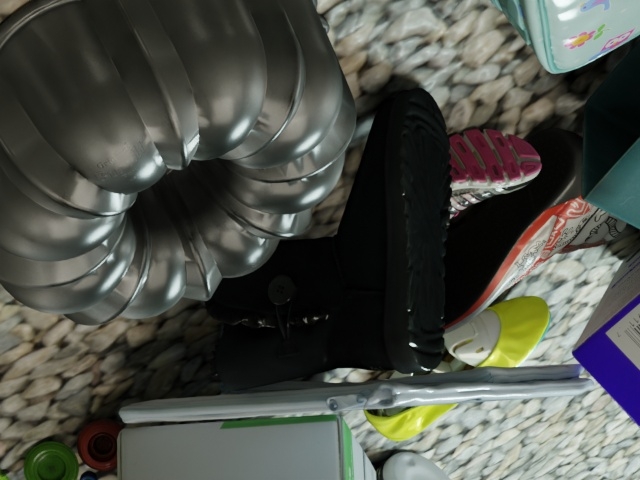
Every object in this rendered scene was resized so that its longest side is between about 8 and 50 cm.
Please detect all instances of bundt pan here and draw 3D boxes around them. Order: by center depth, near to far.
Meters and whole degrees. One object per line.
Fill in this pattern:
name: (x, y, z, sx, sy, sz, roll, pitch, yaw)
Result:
bundt pan: (-0.115, -0.055, 1.379, 0.330, 0.124, 0.331, -24, 152, -14)

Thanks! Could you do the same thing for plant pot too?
plant pot: (0.371, -0.073, 1.651, 0.234, 0.165, 0.166, 32, 123, -13)

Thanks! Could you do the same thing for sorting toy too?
sorting toy: (-0.227, 0.206, 1.777, 0.102, 0.061, 0.042, -21, -175, -3)

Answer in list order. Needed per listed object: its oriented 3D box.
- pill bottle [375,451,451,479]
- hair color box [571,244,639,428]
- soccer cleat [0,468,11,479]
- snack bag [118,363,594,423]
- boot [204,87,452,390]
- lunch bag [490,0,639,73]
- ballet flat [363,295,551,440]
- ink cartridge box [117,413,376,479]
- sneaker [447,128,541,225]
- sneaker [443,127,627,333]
pill bottle: (0.062, 0.352, 2.210, 0.119, 0.119, 0.208, 7, 135, -49)
hair color box: (0.373, 0.043, 1.872, 0.185, 0.110, 0.339, -43, 180, 23)
soccer cleat: (-0.331, 0.234, 1.713, 0.072, 0.060, 0.179, -30, 147, 19)
snack bag: (0.029, 0.138, 1.727, 0.323, 0.037, 0.342, -7, 174, 37)
boot: (0.000, 0.000, 1.583, 0.207, 0.247, 0.094, -5, 167, 29)
lunch bag: (0.215, -0.242, 1.385, 0.224, 0.108, 0.279, -31, 160, 0)
ballet flat: (0.137, 0.130, 1.979, 0.231, 0.077, 0.077, -40, 134, 20)
ink cartridge box: (-0.060, 0.259, 1.821, 0.211, 0.122, 0.289, -5, 162, 8)
sneaker: (0.113, -0.046, 1.678, 0.170, 0.063, 0.075, -16, 148, -17)
sneaker: (0.193, 0.008, 1.810, 0.145, 0.090, 0.270, 10, 129, -48)
